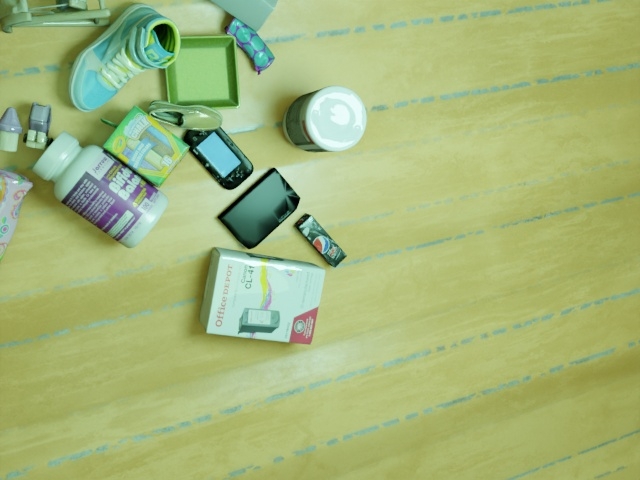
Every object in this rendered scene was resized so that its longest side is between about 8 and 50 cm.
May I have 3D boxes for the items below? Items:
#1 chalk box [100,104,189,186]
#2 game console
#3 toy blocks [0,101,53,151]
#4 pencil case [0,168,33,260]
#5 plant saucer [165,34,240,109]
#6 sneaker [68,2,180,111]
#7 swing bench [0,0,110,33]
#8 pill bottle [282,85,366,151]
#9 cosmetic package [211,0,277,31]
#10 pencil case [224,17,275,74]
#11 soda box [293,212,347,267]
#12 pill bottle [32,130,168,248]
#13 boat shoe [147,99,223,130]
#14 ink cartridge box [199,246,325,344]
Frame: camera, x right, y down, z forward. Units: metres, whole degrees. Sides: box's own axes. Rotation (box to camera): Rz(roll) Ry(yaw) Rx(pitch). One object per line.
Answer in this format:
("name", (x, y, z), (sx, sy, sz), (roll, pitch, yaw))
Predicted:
("chalk box", (-0.456, -0.249, 1.598), (0.213, 0.132, 0.132), (38, 85, -13))
("game console", (-0.236, -0.166, 1.738), (0.213, 0.044, 0.361), (-44, 108, -9))
("toy blocks", (-0.760, -0.356, 1.402), (0.309, 0.288, 0.260), (9, 100, -16))
("pencil case", (-0.802, -0.035, 1.529), (0.124, 0.124, 0.284), (20, 92, -20))
("plant saucer", (-0.312, -0.438, 1.664), (0.188, 0.045, 0.188), (-5, 100, -11))
("sneaker", (-0.468, -0.431, 1.524), (0.319, 0.208, 0.127), (-55, 138, -4))
("swing bench", (-0.640, -0.632, 1.470), (0.255, 0.165, 0.253), (-10, 101, -17))
("pill bottle", (-0.001, -0.314, 1.668), (0.161, 0.283, 0.161), (-3, 98, -18))
("cosmetic package", (-0.223, -0.663, 1.617), (0.238, 0.107, 0.127), (33, 49, -21))
("pencil case", (-0.189, -0.525, 1.691), (0.151, 0.064, 0.070), (49, 65, -18))
("soda box", (0.000, 0.000, 1.831), (0.053, 0.060, 0.169), (-45, 109, -7))
("pill bottle", (-0.546, -0.129, 1.571), (0.301, 0.169, 0.169), (38, 85, -20))
("boat shoe", (-0.346, -0.310, 1.620), (0.190, 0.072, 0.068), (4, 119, -12))
("ink cartridge box", (-0.162, 0.157, 1.763), (0.306, 0.131, 0.226), (9, 95, -21))
